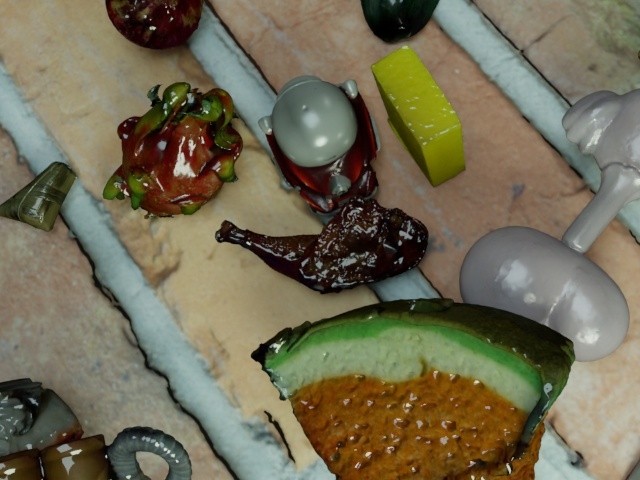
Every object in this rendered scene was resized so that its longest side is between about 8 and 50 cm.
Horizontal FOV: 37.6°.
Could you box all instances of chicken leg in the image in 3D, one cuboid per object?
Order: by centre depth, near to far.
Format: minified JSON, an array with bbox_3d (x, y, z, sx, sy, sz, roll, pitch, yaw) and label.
[{"bbox_3d":[0.003,0.006,0.917,0.205,0.053,0.093,-13,102,7],"label":"chicken leg"}]

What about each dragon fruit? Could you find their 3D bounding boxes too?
[{"bbox_3d":[-0.146,-0.104,0.967,0.138,0.175,0.142,38,55,9],"label":"dragon fruit"}]

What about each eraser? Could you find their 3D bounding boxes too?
[{"bbox_3d":[0.096,-0.115,0.901,0.045,0.122,0.097,-31,71,1],"label":"eraser"}]

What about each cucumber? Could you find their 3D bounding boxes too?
[{"bbox_3d":[0.094,-0.330,0.996,0.115,0.063,0.243,3,77,14],"label":"cucumber"}]

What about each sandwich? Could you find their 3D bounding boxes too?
[{"bbox_3d":[0.097,0.140,0.805,0.292,0.109,0.212,-24,84,40],"label":"sandwich"}]

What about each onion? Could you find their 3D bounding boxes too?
[{"bbox_3d":[-0.182,-0.259,1.022,0.107,0.097,0.107,1,87,-25],"label":"onion"}]

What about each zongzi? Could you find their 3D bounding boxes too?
[{"bbox_3d":[-0.311,-0.053,1.023,0.083,0.040,0.076,12,70,33],"label":"zongzi"}]

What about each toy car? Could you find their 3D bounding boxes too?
[{"bbox_3d":[0.000,-0.103,0.924,0.112,0.112,0.139,-23,71,5],"label":"toy car"}]

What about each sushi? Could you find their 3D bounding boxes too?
[{"bbox_3d":[-0.374,0.206,0.913,0.332,0.124,0.130,-15,85,6],"label":"sushi"}]

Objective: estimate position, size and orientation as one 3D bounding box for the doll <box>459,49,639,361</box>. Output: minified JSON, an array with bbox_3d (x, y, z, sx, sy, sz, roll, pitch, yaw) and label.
[{"bbox_3d":[0.255,-0.022,0.857,0.160,0.094,0.365,35,85,11],"label":"doll"}]

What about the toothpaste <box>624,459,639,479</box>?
[{"bbox_3d":[0.376,0.122,0.813,0.075,0.048,0.301,39,86,20],"label":"toothpaste"}]

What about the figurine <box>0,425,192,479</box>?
[{"bbox_3d":[-0.199,0.361,0.785,0.261,0.186,0.381,-14,85,-4],"label":"figurine"}]
